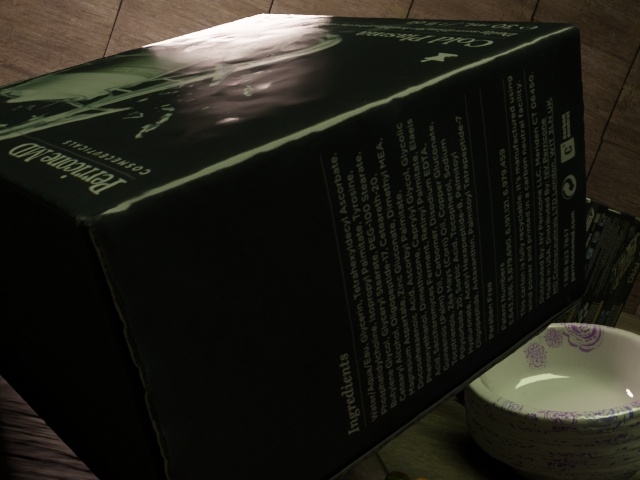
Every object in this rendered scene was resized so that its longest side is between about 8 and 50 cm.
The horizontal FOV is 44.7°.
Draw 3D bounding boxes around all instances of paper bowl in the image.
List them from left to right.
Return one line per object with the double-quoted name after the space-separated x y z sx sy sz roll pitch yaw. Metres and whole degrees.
0.345 0.235 1.085 0.284 0.148 0.284 -8 19 3 "paper bowl"

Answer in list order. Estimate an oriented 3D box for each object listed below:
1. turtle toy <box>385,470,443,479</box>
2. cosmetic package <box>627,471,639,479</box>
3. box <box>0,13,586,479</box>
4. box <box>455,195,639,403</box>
0.095 0.271 0.780 0.130 0.066 0.095 15 -14 -13 "turtle toy"
0.434 0.339 1.187 0.060 0.041 0.115 13 10 -32 "cosmetic package"
-0.079 -0.027 0.766 0.471 0.298 0.479 -28 30 -32 "box"
0.424 0.118 1.364 0.318 0.395 0.097 10 14 -45 "box"
